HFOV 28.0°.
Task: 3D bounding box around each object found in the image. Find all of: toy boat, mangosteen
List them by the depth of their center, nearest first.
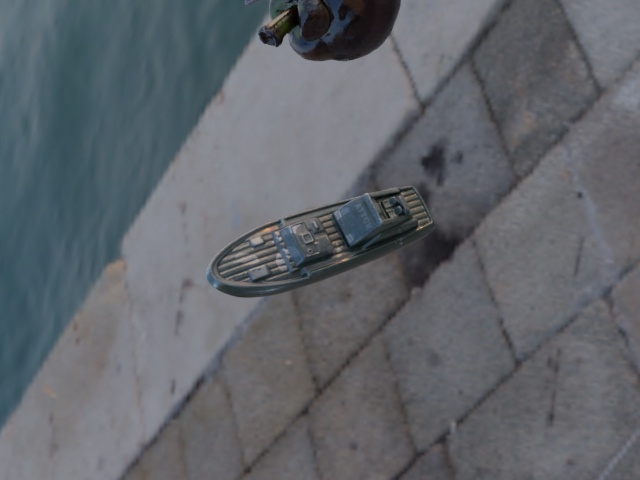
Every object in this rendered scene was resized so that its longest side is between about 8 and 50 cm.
[{"bbox_3d":[0.000,0.000,1.339,0.078,0.260,0.085,63,156,20],"label":"toy boat"},{"bbox_3d":[0.017,-0.321,1.701,0.172,0.184,0.173,-10,75,40],"label":"mangosteen"}]

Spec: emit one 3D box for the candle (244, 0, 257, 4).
[{"bbox_3d":[-0.020,-0.254,1.041,0.317,0.287,0.132,22,113,49],"label":"candle"}]
